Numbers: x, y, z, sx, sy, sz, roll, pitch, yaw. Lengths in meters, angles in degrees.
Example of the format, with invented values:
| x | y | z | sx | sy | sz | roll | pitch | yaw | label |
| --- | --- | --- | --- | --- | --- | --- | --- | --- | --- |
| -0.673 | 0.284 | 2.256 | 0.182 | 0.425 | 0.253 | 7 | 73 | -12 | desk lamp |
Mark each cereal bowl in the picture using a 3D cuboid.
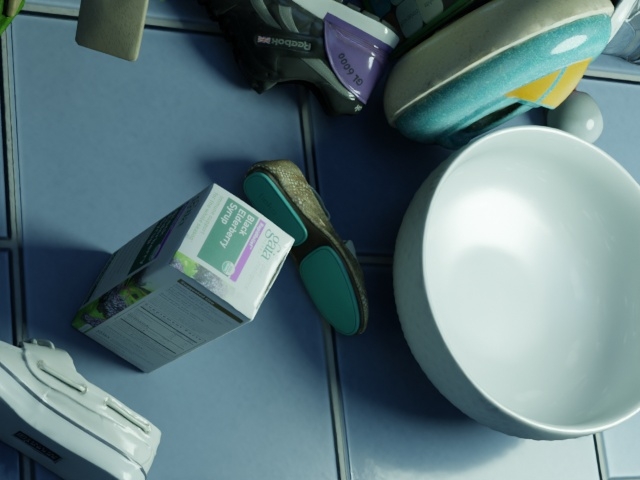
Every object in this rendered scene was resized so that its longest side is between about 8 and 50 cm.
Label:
| x | y | z | sx | sy | sz | roll | pitch | yaw | label |
| --- | --- | --- | --- | --- | --- | --- | --- | --- | --- |
| 0.215 | 0.055 | 1.711 | 0.339 | 0.141 | 0.339 | 10 | 69 | -27 | cereal bowl |

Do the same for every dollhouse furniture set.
| x | y | z | sx | sy | sz | roll | pitch | yaw | label |
| --- | --- | --- | --- | --- | --- | --- | --- | --- | --- |
| -0.212 | -0.307 | 1.595 | 0.197 | 0.151 | 0.301 | 17 | 34 | 1 | dollhouse furniture set |

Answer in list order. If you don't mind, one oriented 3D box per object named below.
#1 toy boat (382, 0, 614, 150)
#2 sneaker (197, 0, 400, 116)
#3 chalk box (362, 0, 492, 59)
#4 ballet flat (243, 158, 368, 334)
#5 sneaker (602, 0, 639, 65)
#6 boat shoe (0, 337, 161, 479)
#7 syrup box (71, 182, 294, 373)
| x | y | z | sx | sy | sz | roll | pitch | yaw | label |
| --- | --- | --- | --- | --- | --- | --- | --- | --- | --- |
| 0.228 | -0.175 | 1.763 | 0.318 | 0.267 | 0.148 | -4 | 67 | -64 | toy boat |
| -0.066 | -0.224 | 1.673 | 0.283 | 0.107 | 0.124 | 26 | 91 | -3 | sneaker |
| 0.147 | -0.324 | 1.781 | 0.289 | 0.180 | 0.179 | -15 | 81 | -34 | chalk box |
| 0.000 | 0.000 | 1.655 | 0.067 | 0.073 | 0.206 | -36 | 96 | -48 | ballet flat |
| 0.421 | -0.307 | 1.919 | 0.163 | 0.226 | 0.086 | 15 | 34 | -33 | sneaker |
| -0.257 | 0.134 | 1.446 | 0.267 | 0.096 | 0.088 | 36 | 55 | -16 | boat shoe |
| -0.130 | 0.039 | 1.464 | 0.096 | 0.237 | 0.093 | 35 | 61 | -15 | syrup box |
